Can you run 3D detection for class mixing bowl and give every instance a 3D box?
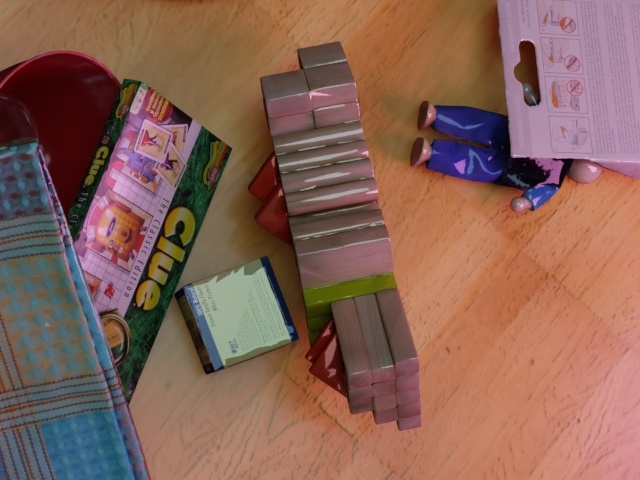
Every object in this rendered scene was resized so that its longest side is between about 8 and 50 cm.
[{"bbox_3d":[-0.257,-0.076,1.302,0.181,0.098,0.181,-12,106,-49],"label":"mixing bowl"}]

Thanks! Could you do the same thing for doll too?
[{"bbox_3d":[0.187,-0.091,1.453,0.189,0.046,0.129,12,80,-11],"label":"doll"}]

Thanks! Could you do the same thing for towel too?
[{"bbox_3d":[-0.302,0.121,1.211,0.271,0.040,0.370,-17,114,-8],"label":"towel"}]

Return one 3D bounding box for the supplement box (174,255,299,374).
[{"bbox_3d":[-0.077,0.069,1.360,0.083,0.056,0.083,-21,87,-16],"label":"supplement box"}]

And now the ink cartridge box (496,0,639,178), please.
[{"bbox_3d":[0.280,-0.152,1.470,0.225,0.056,0.181,0,72,-10],"label":"ink cartridge box"}]

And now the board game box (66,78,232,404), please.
[{"bbox_3d":[-0.171,0.003,1.324,0.136,0.030,0.259,36,70,-50],"label":"board game box"}]

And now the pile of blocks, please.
[{"bbox_3d":[0.000,0.000,1.357,0.113,0.149,0.362,-10,72,-4],"label":"pile of blocks"}]
